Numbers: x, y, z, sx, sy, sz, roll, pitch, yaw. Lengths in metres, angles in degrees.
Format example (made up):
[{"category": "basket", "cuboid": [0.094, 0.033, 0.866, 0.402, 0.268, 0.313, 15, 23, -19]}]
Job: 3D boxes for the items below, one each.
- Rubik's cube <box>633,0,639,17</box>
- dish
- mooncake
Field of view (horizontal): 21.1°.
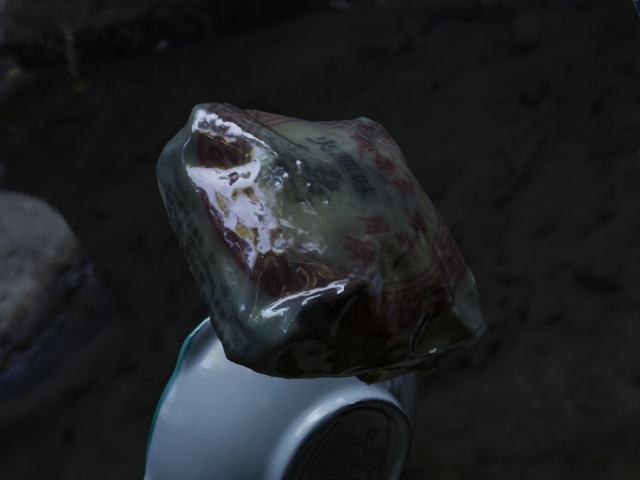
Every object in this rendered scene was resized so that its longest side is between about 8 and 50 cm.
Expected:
[{"category": "Rubik's cube", "cuboid": [0.349, -0.107, 1.077, 0.259, 0.260, 0.255, -27, 28, 14]}, {"category": "dish", "cuboid": [0.001, 0.136, 1.078, 0.224, 0.246, 0.078, -46, 45, -10]}, {"category": "mooncake", "cuboid": [0.000, 0.000, 0.730, 0.073, 0.130, 0.125, -51, 58, 33]}]
